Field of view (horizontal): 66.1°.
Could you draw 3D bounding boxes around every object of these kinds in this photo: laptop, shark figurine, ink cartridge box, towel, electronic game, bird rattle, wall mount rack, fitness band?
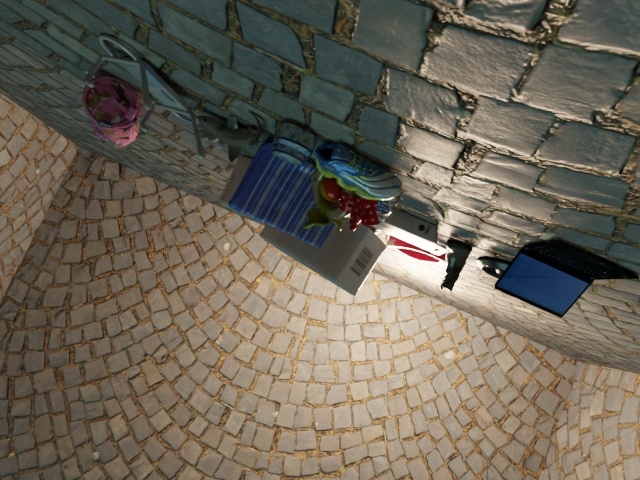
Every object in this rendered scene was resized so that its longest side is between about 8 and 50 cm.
[{"bbox_3d":[0.652,0.113,1.337,0.234,0.137,0.264,23,173,-4],"label":"laptop"},{"bbox_3d":[-0.223,-0.274,1.375,0.278,0.116,0.166,19,173,44],"label":"shark figurine"},{"bbox_3d":[0.272,-0.048,1.652,0.332,0.065,0.165,24,173,2],"label":"ink cartridge box"},{"bbox_3d":[-0.077,-0.133,1.475,0.335,0.243,0.040,25,-162,-24],"label":"towel"},{"bbox_3d":[0.640,0.104,1.658,0.229,0.048,0.229,22,173,3],"label":"electronic game"},{"bbox_3d":[0.043,-0.118,1.367,0.143,0.207,0.253,-17,-179,-30],"label":"bird rattle"},{"bbox_3d":[-0.426,-0.351,1.262,0.304,0.131,0.350,23,168,33],"label":"wall mount rack"},{"bbox_3d":[0.387,0.036,1.970,0.208,0.054,0.291,23,174,-20],"label":"fitness band"}]

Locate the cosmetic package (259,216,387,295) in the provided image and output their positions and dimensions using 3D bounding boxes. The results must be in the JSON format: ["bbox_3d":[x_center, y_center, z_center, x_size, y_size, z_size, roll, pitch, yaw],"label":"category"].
[{"bbox_3d":[0.000,0.000,1.879,0.453,0.230,0.161,30,173,41],"label":"cosmetic package"}]

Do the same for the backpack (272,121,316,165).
[{"bbox_3d":[-0.066,-0.240,1.235,0.104,0.084,0.114,22,170,-11],"label":"backpack"}]

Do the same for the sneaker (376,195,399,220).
[{"bbox_3d":[0.179,-0.116,1.376,0.080,0.081,0.211,22,171,21],"label":"sneaker"}]

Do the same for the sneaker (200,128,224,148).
[{"bbox_3d":[-0.325,-0.325,1.567,0.070,0.051,0.134,26,176,-35],"label":"sneaker"}]

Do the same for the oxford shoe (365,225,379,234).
[{"bbox_3d":[0.203,-0.042,1.868,0.076,0.076,0.212,25,171,-3],"label":"oxford shoe"}]

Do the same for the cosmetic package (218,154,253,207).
[{"bbox_3d":[-0.147,-0.149,1.711,0.365,0.197,0.155,18,172,29],"label":"cosmetic package"}]

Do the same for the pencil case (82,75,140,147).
[{"bbox_3d":[-0.683,-0.414,1.627,0.160,0.167,0.386,-12,-174,-21],"label":"pencil case"}]

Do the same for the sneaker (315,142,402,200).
[{"bbox_3d":[0.082,-0.174,1.222,0.240,0.091,0.126,21,172,23],"label":"sneaker"}]

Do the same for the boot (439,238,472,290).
[{"bbox_3d":[0.462,0.096,1.709,0.083,0.161,0.246,20,172,23],"label":"boot"}]
